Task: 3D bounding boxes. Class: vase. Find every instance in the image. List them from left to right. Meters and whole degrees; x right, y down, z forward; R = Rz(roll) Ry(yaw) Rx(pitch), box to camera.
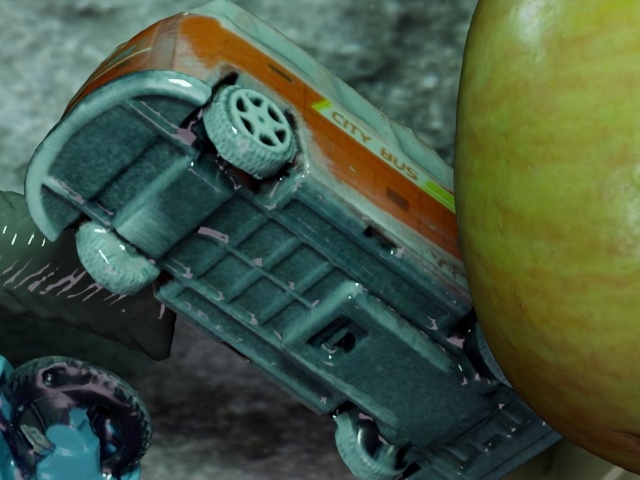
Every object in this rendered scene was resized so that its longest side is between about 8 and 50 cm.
[{"bbox_3d":[-0.182,0.001,0.891,0.237,0.115,0.115,12,130,-3],"label":"vase"}]

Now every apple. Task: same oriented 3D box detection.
[{"bbox_3d":[0.182,-0.034,0.684,0.264,0.264,0.264,5,130,6],"label":"apple"}]

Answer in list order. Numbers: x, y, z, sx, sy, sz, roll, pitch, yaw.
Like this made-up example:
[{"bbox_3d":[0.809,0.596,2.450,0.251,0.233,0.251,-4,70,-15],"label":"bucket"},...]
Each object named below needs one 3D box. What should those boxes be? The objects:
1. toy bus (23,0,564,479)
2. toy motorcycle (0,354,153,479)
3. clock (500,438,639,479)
[{"bbox_3d":[0.000,0.000,0.840,0.265,0.120,0.121,37,126,-19],"label":"toy bus"},{"bbox_3d":[-0.218,0.108,0.974,0.272,0.123,0.182,11,130,8],"label":"toy motorcycle"},{"bbox_3d":[0.237,0.132,0.917,0.379,0.120,0.276,8,133,-2],"label":"clock"}]
